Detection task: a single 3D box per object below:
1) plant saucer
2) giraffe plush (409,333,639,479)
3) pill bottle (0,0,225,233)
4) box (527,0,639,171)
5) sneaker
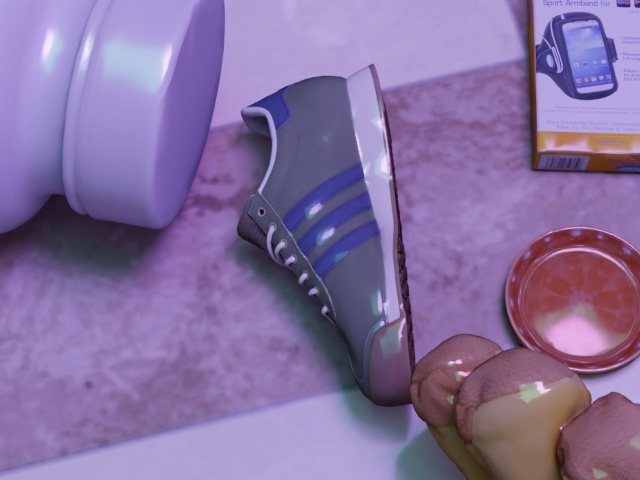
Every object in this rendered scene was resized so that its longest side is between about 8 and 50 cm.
[{"bbox_3d":[0.140,0.033,0.811,0.084,0.013,0.083,0,66,0],"label":"plant saucer"},{"bbox_3d":[0.107,0.167,0.695,0.210,0.181,0.170,38,80,-21],"label":"giraffe plush"},{"bbox_3d":[-0.219,-0.102,0.782,0.319,0.176,0.176,13,68,5],"label":"pill bottle"},{"bbox_3d":[0.160,-0.104,0.863,0.081,0.028,0.136,2,65,1],"label":"box"},{"bbox_3d":[0.000,0.000,0.804,0.086,0.064,0.192,-8,67,5],"label":"sneaker"}]
